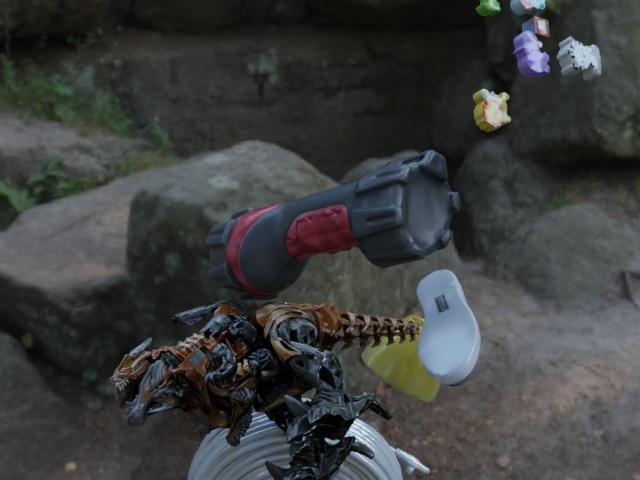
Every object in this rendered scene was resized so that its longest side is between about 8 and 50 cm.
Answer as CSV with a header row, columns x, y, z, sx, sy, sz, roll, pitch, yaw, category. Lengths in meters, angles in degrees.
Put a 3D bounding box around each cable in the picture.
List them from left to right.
x,y,z,sx,sy,sz,roll,pitch,yaw,category
-0.030,0.306,1.002,0.257,0.257,0.089,-46,17,15,cable

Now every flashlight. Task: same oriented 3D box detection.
x,y,z,sx,sy,sz,roll,pitch,yaw,category
0.000,0.000,0.840,0.103,0.103,0.304,-33,13,-34,flashlight

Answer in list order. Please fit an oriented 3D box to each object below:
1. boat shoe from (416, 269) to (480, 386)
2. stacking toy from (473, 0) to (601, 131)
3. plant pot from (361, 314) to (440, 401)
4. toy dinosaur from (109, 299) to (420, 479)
x,y,z,sx,sy,sz,roll,pitch,yaw,category
0.168,0.123,1.108,0.080,0.076,0.228,-25,24,10,boat shoe
0.245,-0.259,1.030,0.052,0.221,0.167,8,-17,-29,stacking toy
0.146,0.174,1.350,0.134,0.095,0.134,30,11,-6,plant pot
-0.040,0.130,0.886,0.321,0.164,0.218,-27,54,-8,toy dinosaur
